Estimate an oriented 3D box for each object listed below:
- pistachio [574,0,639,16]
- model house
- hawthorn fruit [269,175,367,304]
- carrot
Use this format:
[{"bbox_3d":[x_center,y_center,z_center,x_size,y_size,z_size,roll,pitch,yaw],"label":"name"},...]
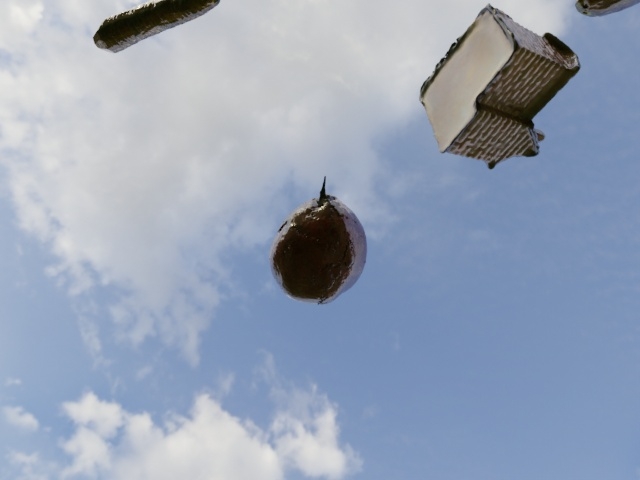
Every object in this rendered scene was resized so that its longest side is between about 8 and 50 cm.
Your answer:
[{"bbox_3d":[0.498,-0.408,0.721,0.173,0.049,0.089,-23,-42,27],"label":"pistachio"},{"bbox_3d":[0.280,-0.224,0.699,0.172,0.166,0.183,12,-41,-20],"label":"model house"},{"bbox_3d":[0.000,0.000,0.820,0.181,0.181,0.235,17,-57,11],"label":"hawthorn fruit"},{"bbox_3d":[-0.316,-0.429,0.883,0.314,0.066,0.066,-5,-78,27],"label":"carrot"}]
